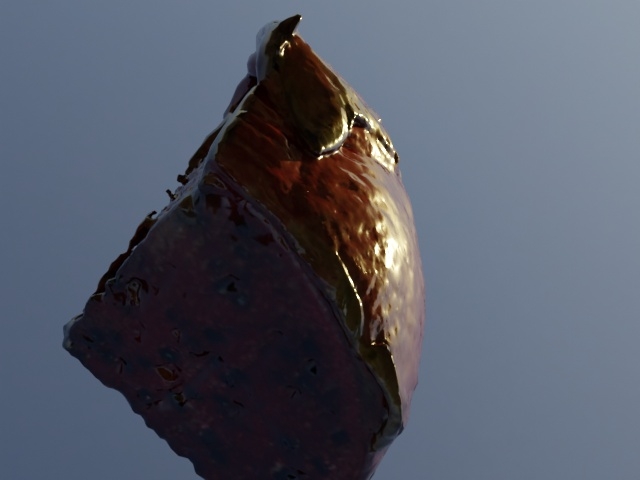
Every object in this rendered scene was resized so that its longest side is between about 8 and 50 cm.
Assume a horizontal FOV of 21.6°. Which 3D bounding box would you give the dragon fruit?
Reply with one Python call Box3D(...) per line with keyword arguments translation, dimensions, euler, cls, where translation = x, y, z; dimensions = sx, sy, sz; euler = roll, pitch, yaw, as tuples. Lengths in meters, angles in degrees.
Box3D(translation=(0.001, -0.001, 0.567), dimensions=(0.127, 0.120, 0.161), euler=(40, -136, -13), cls="dragon fruit")
